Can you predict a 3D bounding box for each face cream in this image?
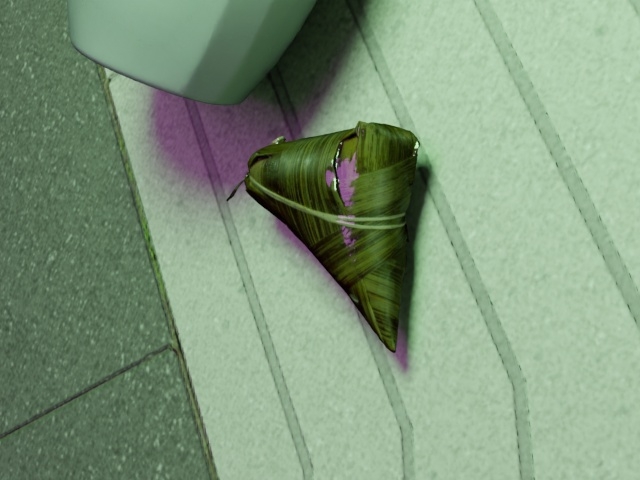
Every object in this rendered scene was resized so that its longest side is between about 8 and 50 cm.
[{"bbox_3d":[-0.094,-0.316,1.090,0.312,0.219,0.357,38,112,57],"label":"face cream"}]

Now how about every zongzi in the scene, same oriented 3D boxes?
[{"bbox_3d":[0.000,0.000,1.034,0.187,0.084,0.184,-3,87,51],"label":"zongzi"}]
